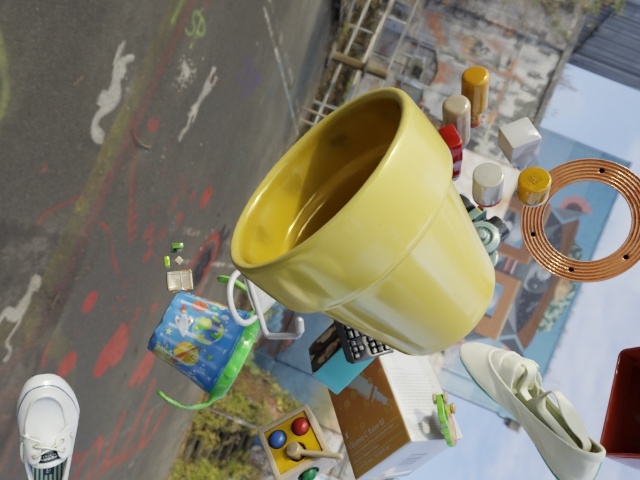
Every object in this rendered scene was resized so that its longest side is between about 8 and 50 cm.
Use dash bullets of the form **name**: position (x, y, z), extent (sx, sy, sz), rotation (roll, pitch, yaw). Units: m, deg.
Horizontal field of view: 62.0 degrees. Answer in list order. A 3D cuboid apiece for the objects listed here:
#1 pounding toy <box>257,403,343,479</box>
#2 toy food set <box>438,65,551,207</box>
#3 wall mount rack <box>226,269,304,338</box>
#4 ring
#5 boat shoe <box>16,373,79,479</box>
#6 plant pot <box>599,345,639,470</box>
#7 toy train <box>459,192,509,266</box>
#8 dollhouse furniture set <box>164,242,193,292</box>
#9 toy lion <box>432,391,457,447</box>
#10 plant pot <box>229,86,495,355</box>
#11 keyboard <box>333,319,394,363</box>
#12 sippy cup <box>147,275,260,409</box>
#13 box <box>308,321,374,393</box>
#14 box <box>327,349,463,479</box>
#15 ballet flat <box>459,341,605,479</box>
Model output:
- **pounding toy**: position (-0.033, 0.396, 1.011), extent (0.130, 0.141, 0.100), rotation (-28, 139, -7)
- **toy food set**: position (0.231, -0.122, 0.750), extent (0.104, 0.111, 0.232), rotation (64, 5, -59)
- **wall mount rack**: position (-0.071, 0.019, 1.100), extent (0.350, 0.130, 0.304), rotation (-46, 126, -63)
- **ring**: position (0.722, -0.053, 1.452), extent (0.337, 0.336, 0.032), rotation (-68, 166, 12)
- **boat shoe**: position (-0.402, 0.305, 0.798), extent (0.076, 0.083, 0.226), rotation (-129, -140, -50)
- **plant pot**: position (0.808, 0.387, 1.129), extent (0.267, 0.235, 0.267), rotation (-61, -173, -26)
- **toy train**: position (0.247, 0.030, 1.179), extent (0.334, 0.190, 0.142), rotation (-37, 150, -4)
- **dollhouse furniture set**: position (-0.433, 0.087, 1.617), extent (0.058, 0.076, 0.152), rotation (132, -50, -66)
- **toy lion**: position (0.267, 0.381, 1.123), extent (0.100, 0.034, 0.096), rotation (54, 29, -44)
- **plant pot**: position (0.068, 0.002, 0.610), extent (0.254, 0.239, 0.254), rotation (-37, -154, 22)
- **keyboard**: position (0.065, 0.091, 0.827), extent (0.023, 0.108, 0.180), rotation (128, -52, -61)
- **sippy cup**: position (-0.299, 0.247, 1.344), extent (0.240, 0.224, 0.305), rotation (-58, -171, 30)
- **box**: position (0.085, 0.141, 0.916), extent (0.244, 0.060, 0.100), rotation (-46, -164, 8)
- **box**: position (0.154, 0.367, 1.302), extent (0.215, 0.168, 0.345), rotation (-52, -138, 33)
- **ballet flat**: position (0.478, 0.352, 1.204), extent (0.400, 0.139, 0.139), rotation (55, -44, 40)
